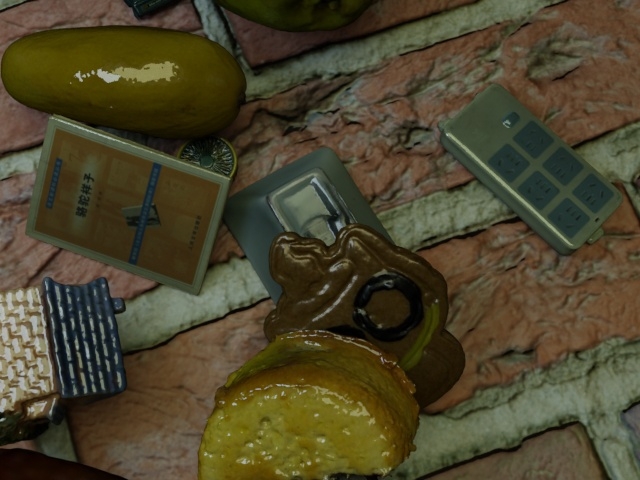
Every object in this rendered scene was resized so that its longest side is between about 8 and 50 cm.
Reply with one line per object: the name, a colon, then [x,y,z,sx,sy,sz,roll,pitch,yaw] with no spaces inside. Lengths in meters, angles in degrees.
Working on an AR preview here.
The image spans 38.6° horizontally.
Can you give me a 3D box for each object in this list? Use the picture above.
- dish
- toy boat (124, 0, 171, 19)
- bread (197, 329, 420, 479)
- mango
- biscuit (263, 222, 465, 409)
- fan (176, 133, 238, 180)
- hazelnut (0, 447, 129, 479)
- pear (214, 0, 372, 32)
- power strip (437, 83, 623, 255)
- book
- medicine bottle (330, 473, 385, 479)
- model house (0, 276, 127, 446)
dish: [0.000,0.000,1.183,0.182,0.080,0.243,-30,78,-12]
toy boat: [-0.215,-0.371,1.297,0.141,0.060,0.055,-33,53,-18]
bread: [-0.024,0.188,1.049,0.261,0.160,0.147,-7,104,17]
mango: [-0.257,-0.206,1.172,0.332,0.195,0.142,4,99,1]
biscuit: [0.052,0.095,1.112,0.290,0.041,0.208,40,103,-11]
fan: [-0.181,-0.079,1.216,0.155,0.039,0.082,-35,79,-12]
hazelnut: [-0.328,0.398,0.906,0.421,0.352,0.421,-1,36,1]
pear: [-0.058,-0.464,1.196,0.352,0.352,0.413,-11,70,-7]
power strip: [0.285,-0.100,1.250,0.118,0.046,0.270,-43,79,-15]
book: [-0.246,-0.043,1.161,0.242,0.018,0.170,19,110,2]
medicine bottle: [-0.032,0.340,1.042,0.225,0.139,0.139,-8,73,-6]
model house: [-0.299,0.137,1.064,0.172,0.183,0.166,-16,75,-8]
